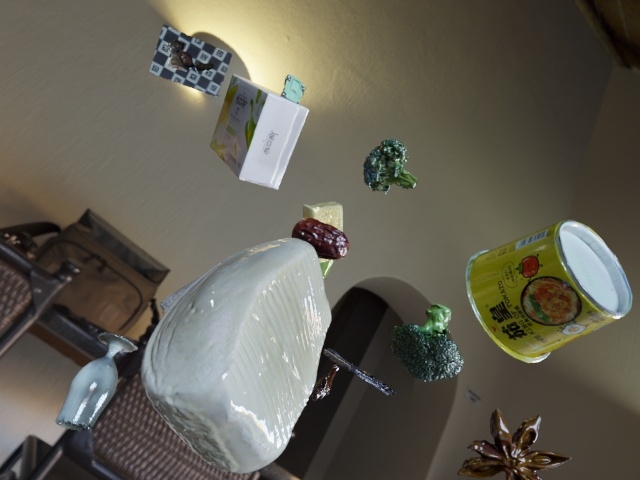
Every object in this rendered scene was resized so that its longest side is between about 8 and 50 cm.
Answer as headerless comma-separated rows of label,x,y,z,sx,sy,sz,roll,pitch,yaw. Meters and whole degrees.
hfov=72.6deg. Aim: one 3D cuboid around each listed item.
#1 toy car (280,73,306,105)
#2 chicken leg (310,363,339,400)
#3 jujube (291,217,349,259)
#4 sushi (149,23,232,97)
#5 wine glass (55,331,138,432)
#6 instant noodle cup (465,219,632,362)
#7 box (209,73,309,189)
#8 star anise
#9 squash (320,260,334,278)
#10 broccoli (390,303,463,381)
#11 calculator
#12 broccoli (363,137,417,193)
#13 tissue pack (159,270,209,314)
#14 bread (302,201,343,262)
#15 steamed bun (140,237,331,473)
toy car,-0.075,-0.375,1.120,0.059,0.122,0.035,30,-35,-29
chicken leg,0.015,0.477,1.457,0.053,0.093,0.205,29,7,8
jujube,0.000,0.000,0.913,0.129,0.077,0.077,24,-30,23
sushi,-0.358,-0.499,1.216,0.200,0.031,0.139,13,-56,-32
wine glass,-0.540,0.341,1.053,0.103,0.222,0.103,9,-40,7
instant noodle cup,0.571,0.114,1.089,0.325,0.326,0.254,39,-42,-7
box,-0.155,-0.262,1.028,0.111,0.195,0.260,12,19,-33
star anise,0.415,0.465,0.935,0.212,0.196,0.111,4,-5,32
squash,0.018,0.044,1.632,0.095,0.188,0.095,25,4,-2
broccoli,0.400,0.372,1.620,0.297,0.298,0.298,20,-21,8
calculator,0.110,0.395,1.322,0.165,0.028,0.274,35,-11,-13
broccoli,0.196,-0.193,1.206,0.160,0.154,0.167,34,-66,10
tissue pack,-0.294,0.275,1.296,0.238,0.238,0.306,8,-50,40
bread,0.010,-0.026,1.391,0.068,0.125,0.189,15,-69,57
steamed bun,-0.141,0.165,0.738,0.236,0.384,0.247,-4,-58,23
